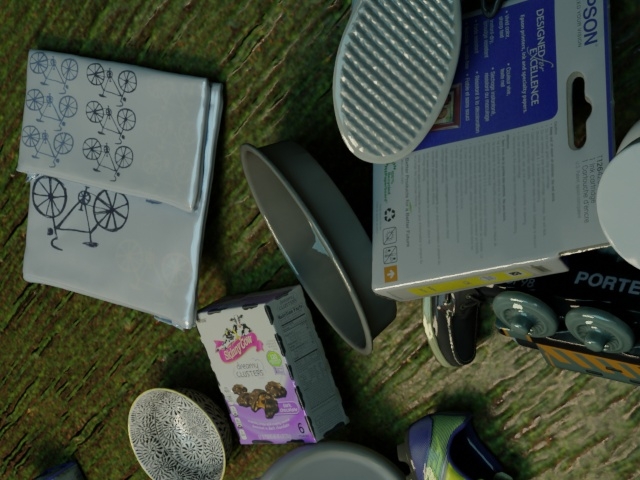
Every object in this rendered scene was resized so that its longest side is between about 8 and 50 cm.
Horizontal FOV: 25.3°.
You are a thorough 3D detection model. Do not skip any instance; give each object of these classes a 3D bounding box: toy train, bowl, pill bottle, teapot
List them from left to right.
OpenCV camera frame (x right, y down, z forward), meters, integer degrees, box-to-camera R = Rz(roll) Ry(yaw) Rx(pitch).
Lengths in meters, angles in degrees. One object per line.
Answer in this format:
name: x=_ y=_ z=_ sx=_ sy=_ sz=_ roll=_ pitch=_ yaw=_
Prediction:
bowl: x=-0.182 y=0.272 z=2.015 sx=0.170 sy=0.080 sz=0.170 roll=13 pitch=115 yaw=30
teapot: x=0.018 y=0.391 z=1.868 sx=0.187 sy=0.252 sz=0.256 roll=104 pitch=146 yaw=-69
toy train: x=0.335 y=0.087 z=1.543 sx=0.333 sy=0.142 sz=0.190 roll=9 pitch=149 yaw=34
pill bottle: x=0.378 y=-0.070 z=1.380 sx=0.162 sy=0.278 sz=0.162 roll=12 pitch=114 yaw=29

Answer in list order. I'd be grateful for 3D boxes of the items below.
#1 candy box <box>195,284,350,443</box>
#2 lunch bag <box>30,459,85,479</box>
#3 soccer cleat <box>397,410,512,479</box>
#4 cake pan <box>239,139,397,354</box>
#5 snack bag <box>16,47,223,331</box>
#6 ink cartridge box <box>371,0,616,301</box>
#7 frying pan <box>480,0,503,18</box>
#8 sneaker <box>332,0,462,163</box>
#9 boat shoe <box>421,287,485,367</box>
candy box: x=-0.068 y=0.166 z=1.884 sx=0.164 sy=0.070 sz=0.196 roll=-11 pitch=102 yaw=49
lunch bag: x=-0.423 y=0.433 z=2.196 sx=0.096 sy=0.151 sz=0.129 roll=-25 pitch=95 yaw=37
soccer cleat: x=0.199 y=0.348 z=1.786 sx=0.121 sy=0.093 sz=0.289 roll=-22 pitch=96 yaw=31
cake pan: x=0.000 y=0.000 z=1.706 sx=0.293 sy=0.054 sz=0.293 roll=55 pitch=169 yaw=17
snack bag: x=-0.286 y=-0.073 z=1.931 sx=0.323 sy=0.037 sz=0.343 roll=14 pitch=103 yaw=29
ink cartridge box: x=0.192 y=-0.106 z=1.538 sx=0.307 sy=0.072 sz=0.304 roll=-11 pitch=69 yaw=36
frying pan: x=0.185 y=-0.420 z=1.489 sx=0.197 sy=0.053 sz=0.326 roll=41 pitch=115 yaw=19
sneaker: x=0.095 y=-0.270 z=1.566 sx=0.135 sy=0.150 sz=0.366 roll=11 pitch=101 yaw=2
boat shoe: x=0.167 y=0.048 z=1.694 sx=0.073 sy=0.080 sz=0.224 roll=4 pitch=106 yaw=38
